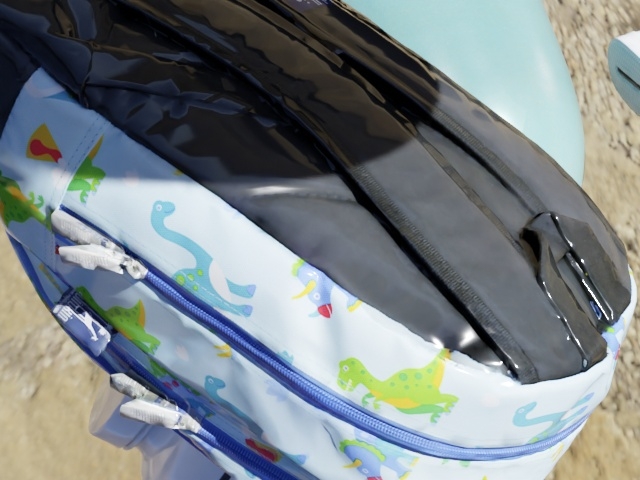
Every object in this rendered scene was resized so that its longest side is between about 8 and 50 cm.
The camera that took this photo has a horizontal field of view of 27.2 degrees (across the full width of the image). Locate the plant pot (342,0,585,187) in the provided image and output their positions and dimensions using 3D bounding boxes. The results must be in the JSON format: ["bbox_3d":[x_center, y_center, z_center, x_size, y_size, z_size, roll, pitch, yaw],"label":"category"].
[{"bbox_3d":[0.126,-0.101,1.314,0.293,0.293,0.235,-28,62,14],"label":"plant pot"}]

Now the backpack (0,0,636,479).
[{"bbox_3d":[0.000,0.000,0.737,0.356,0.290,0.273,25,118,21],"label":"backpack"}]

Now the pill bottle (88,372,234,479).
[{"bbox_3d":[-0.021,0.173,1.100,0.323,0.181,0.181,29,109,-16],"label":"pill bottle"}]

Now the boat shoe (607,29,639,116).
[{"bbox_3d":[0.372,-0.122,1.219,0.094,0.302,0.109,-22,132,-6],"label":"boat shoe"}]
